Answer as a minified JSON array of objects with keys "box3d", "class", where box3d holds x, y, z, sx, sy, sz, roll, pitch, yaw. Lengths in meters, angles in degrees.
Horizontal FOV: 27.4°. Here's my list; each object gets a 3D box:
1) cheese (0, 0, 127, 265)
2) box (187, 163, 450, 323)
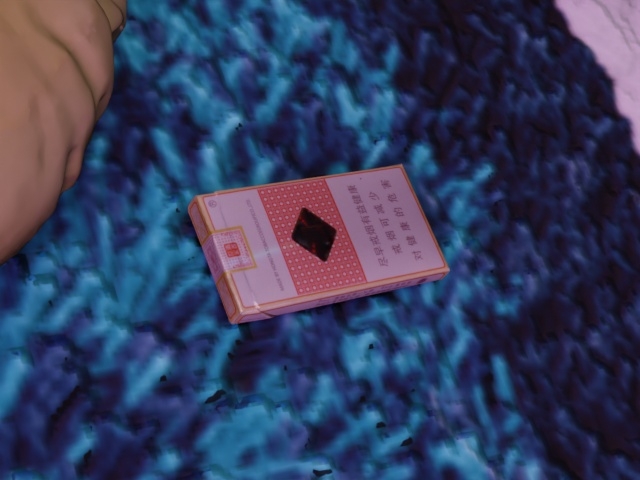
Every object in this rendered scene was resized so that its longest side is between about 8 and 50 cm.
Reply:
[{"box3d":[-0.165,-0.081,0.372,0.226,0.117,0.214,31,50,-10],"class":"cheese"},{"box3d":[0.000,0.000,0.451,0.083,0.012,0.046,-11,67,-28],"class":"box"}]
